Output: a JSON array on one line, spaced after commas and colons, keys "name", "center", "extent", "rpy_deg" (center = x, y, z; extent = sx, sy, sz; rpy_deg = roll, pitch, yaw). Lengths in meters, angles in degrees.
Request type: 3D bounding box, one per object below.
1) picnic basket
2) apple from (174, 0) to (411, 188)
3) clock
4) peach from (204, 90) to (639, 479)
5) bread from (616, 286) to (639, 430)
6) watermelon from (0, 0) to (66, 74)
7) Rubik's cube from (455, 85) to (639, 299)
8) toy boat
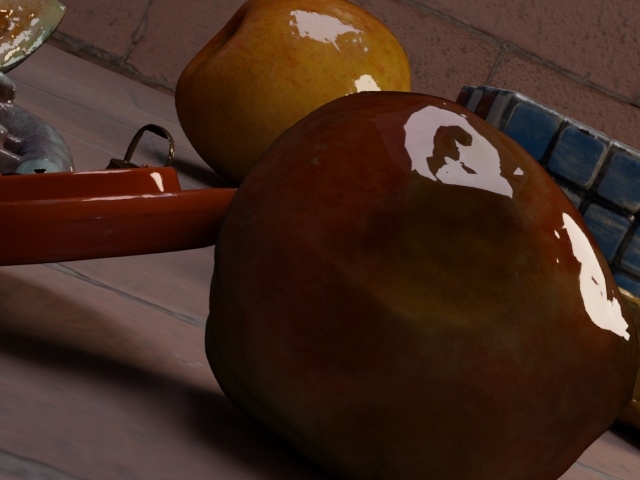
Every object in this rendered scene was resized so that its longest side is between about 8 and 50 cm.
[{"name": "picnic basket", "center": [-0.167, -0.069, 1.380], "extent": [0.072, 0.083, 0.072], "rpy_deg": [24, 6, -3]}, {"name": "apple", "center": [-0.041, -0.197, 1.962], "extent": [0.275, 0.299, 0.299], "rpy_deg": [29, 3, -23]}, {"name": "clock", "center": [-0.146, -0.015, 0.816], "extent": [0.205, 0.051, 0.205], "rpy_deg": [-3, 3, 0]}, {"name": "peach", "center": [0.057, 0.040, 0.794], "extent": [0.235, 0.214, 0.214], "rpy_deg": [31, 7, 5]}, {"name": "bread", "center": [0.318, 0.123, 1.407], "extent": [0.152, 0.119, 0.288], "rpy_deg": [17, 7, -28]}, {"name": "watermelon", "center": [-0.449, -0.221, 1.490], "extent": [0.321, 0.175, 0.188], "rpy_deg": [28, -41, -24]}, {"name": "Rubik's cube", "center": [0.248, -0.015, 1.680], "extent": [0.259, 0.256, 0.253], "rpy_deg": [24, 6, -6]}, {"name": "toy boat", "center": [-0.266, -0.087, 1.166], "extent": [0.155, 0.085, 0.227], "rpy_deg": [21, 7, -17]}]
